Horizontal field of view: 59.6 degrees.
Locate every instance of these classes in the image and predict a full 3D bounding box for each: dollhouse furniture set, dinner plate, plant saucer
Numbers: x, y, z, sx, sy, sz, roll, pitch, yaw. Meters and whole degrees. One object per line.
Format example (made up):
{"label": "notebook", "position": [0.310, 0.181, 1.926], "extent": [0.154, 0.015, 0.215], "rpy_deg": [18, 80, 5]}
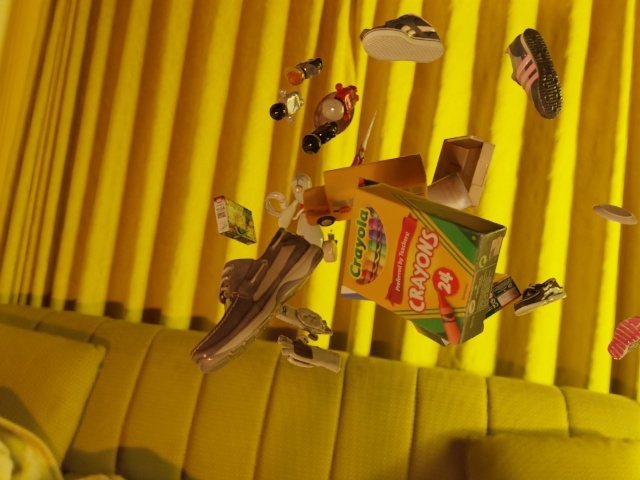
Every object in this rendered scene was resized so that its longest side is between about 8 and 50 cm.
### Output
{"label": "dollhouse furniture set", "position": [0.000, 0.000, 2.042], "extent": [0.114, 0.091, 0.081], "rpy_deg": [6, -43, 10]}
{"label": "dinner plate", "position": [0.954, -0.090, 1.805], "extent": [0.141, 0.017, 0.141], "rpy_deg": [9, 29, -5]}
{"label": "plant saucer", "position": [0.051, -0.432, 1.924], "extent": [0.168, 0.168, 0.029], "rpy_deg": [4, -9, 34]}

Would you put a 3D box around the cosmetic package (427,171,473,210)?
{"label": "cosmetic package", "position": [0.379, -0.124, 1.883], "extent": [0.238, 0.127, 0.107], "rpy_deg": [-25, 1, 15]}

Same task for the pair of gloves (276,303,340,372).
{"label": "pair of gloves", "position": [-0.045, 0.299, 1.714], "extent": [0.204, 0.042, 0.240], "rpy_deg": [19, 32, -23]}

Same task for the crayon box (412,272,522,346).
{"label": "crayon box", "position": [0.562, 0.259, 2.229], "extent": [0.363, 0.106, 0.313], "rpy_deg": [-32, 4, -7]}

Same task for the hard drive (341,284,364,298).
{"label": "hard drive", "position": [0.235, 0.140, 1.483], "extent": [0.210, 0.040, 0.319], "rpy_deg": [10, -11, -35]}

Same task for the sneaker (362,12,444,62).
{"label": "sneaker", "position": [0.256, -0.667, 1.828], "extent": [0.321, 0.127, 0.126], "rpy_deg": [-4, -20, -36]}

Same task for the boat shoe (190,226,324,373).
{"label": "boat shoe", "position": [-0.135, 0.101, 1.055], "extent": [0.130, 0.355, 0.132], "rpy_deg": [39, -44, 4]}

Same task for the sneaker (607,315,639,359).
{"label": "sneaker", "position": [0.867, 0.262, 1.563], "extent": [0.075, 0.170, 0.063], "rpy_deg": [-24, 50, -26]}

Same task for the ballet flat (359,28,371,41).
{"label": "ballet flat", "position": [0.270, -0.817, 2.295], "extent": [0.250, 0.058, 0.084], "rpy_deg": [22, -17, 24]}

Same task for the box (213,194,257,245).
{"label": "box", "position": [-0.262, -0.059, 1.734], "extent": [0.036, 0.114, 0.207], "rpy_deg": [-15, -14, 14]}

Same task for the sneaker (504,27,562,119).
{"label": "sneaker", "position": [0.719, -0.545, 1.896], "extent": [0.112, 0.319, 0.131], "rpy_deg": [-7, -10, -25]}

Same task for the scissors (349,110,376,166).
{"label": "scissors", "position": [0.127, -0.284, 1.843], "extent": [0.109, 0.297, 0.021], "rpy_deg": [-3, 21, -41]}

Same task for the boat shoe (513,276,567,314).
{"label": "boat shoe", "position": [0.778, 0.199, 2.018], "extent": [0.303, 0.091, 0.114], "rpy_deg": [-6, -24, -45]}

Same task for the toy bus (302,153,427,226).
{"label": "toy bus", "position": [0.116, -0.135, 1.516], "extent": [0.333, 0.108, 0.130], "rpy_deg": [-10, -32, 4]}

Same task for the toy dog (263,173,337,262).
{"label": "toy dog", "position": [-0.057, -0.041, 1.912], "extent": [0.220, 0.333, 0.161], "rpy_deg": [-27, 14, 20]}

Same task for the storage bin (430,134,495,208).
{"label": "storage bin", "position": [0.555, -0.267, 2.211], "extent": [0.123, 0.262, 0.260], "rpy_deg": [15, 3, -11]}

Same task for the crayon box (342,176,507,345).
{"label": "crayon box", "position": [0.152, 0.024, 0.999], "extent": [0.081, 0.202, 0.318], "rpy_deg": [-15, 29, -42]}

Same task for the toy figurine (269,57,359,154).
{"label": "toy figurine", "position": [-0.025, -0.369, 1.527], "extent": [0.209, 0.148, 0.213], "rpy_deg": [41, -43, 0]}
